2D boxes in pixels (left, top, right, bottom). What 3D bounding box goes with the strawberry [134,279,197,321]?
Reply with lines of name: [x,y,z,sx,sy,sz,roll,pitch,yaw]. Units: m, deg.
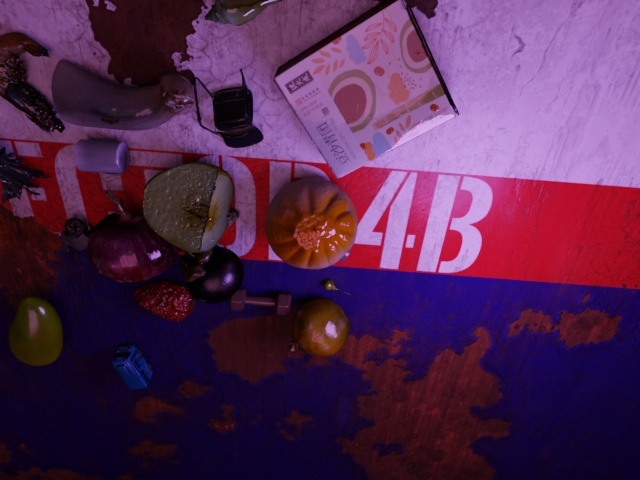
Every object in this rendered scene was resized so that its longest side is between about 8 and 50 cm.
strawberry: [-0.583,0.221,1.782,0.228,0.098,0.174,22,121,-13]

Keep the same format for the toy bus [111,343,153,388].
toy bus: [-0.788,0.529,1.996,0.090,0.106,0.184,-10,123,12]

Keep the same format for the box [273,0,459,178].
box: [0.128,-0.410,1.310,0.386,0.122,0.344,-26,120,19]

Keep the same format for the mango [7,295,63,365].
mango: [-1.114,0.352,1.861,0.193,0.156,0.342,8,121,-13]

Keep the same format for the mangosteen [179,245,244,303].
mangosteen: [-0.384,0.097,1.625,0.211,0.211,0.250,-28,119,19]

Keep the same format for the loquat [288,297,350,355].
loquat: [-0.014,0.331,1.755,0.246,0.213,0.213,-35,120,-10]

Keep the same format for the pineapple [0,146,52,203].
pineapple: [-1.027,-0.244,1.449,0.365,0.165,0.166,39,117,-23]

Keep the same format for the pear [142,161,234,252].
pear: [-0.423,-0.115,1.493,0.293,0.159,0.292,1,95,6]

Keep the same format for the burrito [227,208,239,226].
burrito: [-0.378,-0.043,1.617,0.230,0.063,0.058,-20,88,15]

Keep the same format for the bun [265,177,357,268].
bun: [-0.022,-0.045,1.490,0.299,0.165,0.298,-1,104,-4]

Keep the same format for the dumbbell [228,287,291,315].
dumbbell: [-0.225,0.226,1.781,0.231,0.092,0.081,6,95,-3]

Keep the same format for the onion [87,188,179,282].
onion: [-0.595,0.021,1.566,0.231,0.256,0.272,7,148,16]

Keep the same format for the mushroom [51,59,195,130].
mushroom: [-0.549,-0.396,1.350,0.398,0.126,0.177,7,116,2]

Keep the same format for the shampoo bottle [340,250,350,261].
shampoo bottle: [0.000,0.000,1.627,0.214,0.072,0.072,26,121,-15]

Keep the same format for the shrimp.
shrimp: [-0.820,-0.451,1.359,0.222,0.054,0.290,-32,109,22]

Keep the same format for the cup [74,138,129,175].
cup: [-0.668,-0.257,1.477,0.133,0.136,0.099,3,90,0]

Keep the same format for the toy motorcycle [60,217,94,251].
toy motorcycle: [-0.815,0.017,1.666,0.123,0.080,0.215,-28,123,19]

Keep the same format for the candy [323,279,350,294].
candy: [0.065,0.180,1.775,0.123,0.035,0.035,25,132,-24]

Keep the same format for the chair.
chair: [-0.252,-0.368,1.371,0.140,0.221,0.145,-7,81,8]

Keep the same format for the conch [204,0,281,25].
conch: [-0.207,-0.607,1.220,0.201,0.079,0.094,-30,106,1]
